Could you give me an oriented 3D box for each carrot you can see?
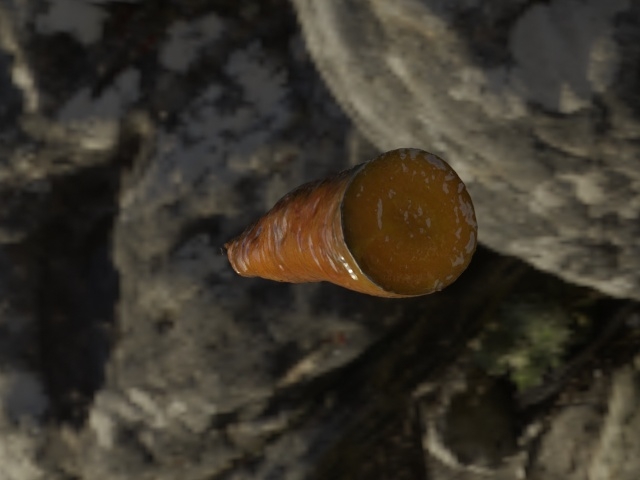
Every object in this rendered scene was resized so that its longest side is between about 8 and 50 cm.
[{"bbox_3d":[0.000,0.000,0.798,0.224,0.057,0.057,169,99,-72],"label":"carrot"}]
